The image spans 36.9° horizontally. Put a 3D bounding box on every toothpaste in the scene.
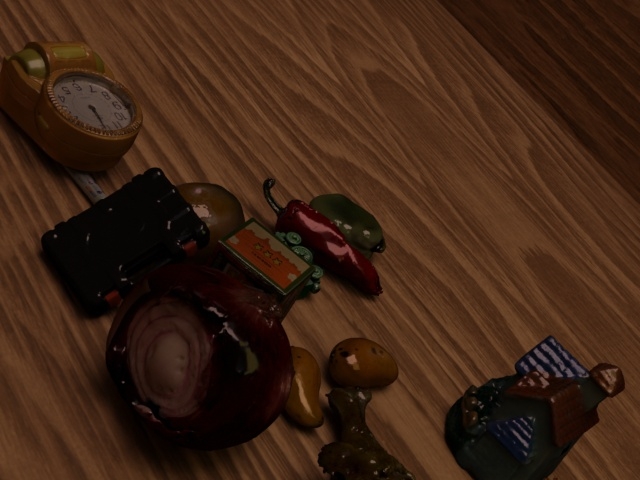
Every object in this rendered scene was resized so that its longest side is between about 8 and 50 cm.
[{"bbox_3d":[-0.521,-0.136,2.110,0.052,0.033,0.218,-7,46,-50],"label":"toothpaste"}]

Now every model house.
[{"bbox_3d":[0.465,0.339,2.036,0.295,0.329,0.252,-12,57,-48],"label":"model house"}]

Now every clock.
[{"bbox_3d":[-0.544,-0.291,2.140,0.244,0.200,0.317,-17,58,-45],"label":"clock"}]

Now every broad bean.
[{"bbox_3d":[0.071,-0.042,2.402,0.228,0.100,0.169,38,28,12],"label":"broad bean"}]

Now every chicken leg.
[{"bbox_3d":[0.070,0.414,1.809,0.211,0.140,0.361,30,17,-44],"label":"chicken leg"}]

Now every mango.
[{"bbox_3d":[0.089,0.262,2.045,0.178,0.090,0.115,-1,59,-44],"label":"mango"},{"bbox_3d":[-0.043,0.290,1.921,0.098,0.075,0.190,8,47,-21],"label":"mango"}]

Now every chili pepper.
[{"bbox_3d":[0.000,0.000,2.288,0.387,0.110,0.110,38,35,3],"label":"chili pepper"}]

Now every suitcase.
[{"bbox_3d":[-0.384,-0.002,1.900,0.285,0.066,0.206,-34,66,-17],"label":"suitcase"}]

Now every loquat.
[{"bbox_3d":[-0.264,-0.036,2.066,0.227,0.179,0.179,-7,50,-36],"label":"loquat"}]

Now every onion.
[{"bbox_3d":[-0.200,0.214,1.703,0.341,0.341,0.341,21,36,-16],"label":"onion"}]

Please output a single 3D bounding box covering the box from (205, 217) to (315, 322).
[{"bbox_3d":[-0.148,0.096,1.968,0.177,0.195,0.148,39,34,9],"label":"box"}]

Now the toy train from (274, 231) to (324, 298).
[{"bbox_3d":[-0.069,0.055,2.197,0.104,0.071,0.178,-14,56,-34],"label":"toy train"}]

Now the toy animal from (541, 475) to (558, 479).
[{"bbox_3d":[0.495,0.548,2.039,0.081,0.060,0.083,17,29,-19],"label":"toy animal"}]
